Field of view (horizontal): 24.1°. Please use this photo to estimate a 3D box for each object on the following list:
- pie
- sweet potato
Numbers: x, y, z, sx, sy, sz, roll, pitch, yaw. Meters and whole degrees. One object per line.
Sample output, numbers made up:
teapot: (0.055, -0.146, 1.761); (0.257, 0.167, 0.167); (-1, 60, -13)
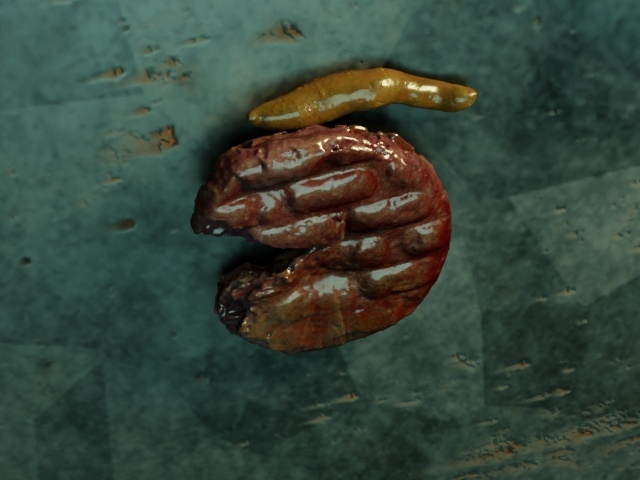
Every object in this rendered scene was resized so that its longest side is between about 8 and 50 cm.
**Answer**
pie: (0.000, 0.000, 1.173); (0.204, 0.054, 0.218); (-3, 130, -11)
sweet potato: (0.030, -0.110, 1.139); (0.179, 0.044, 0.044); (-9, 121, -10)
